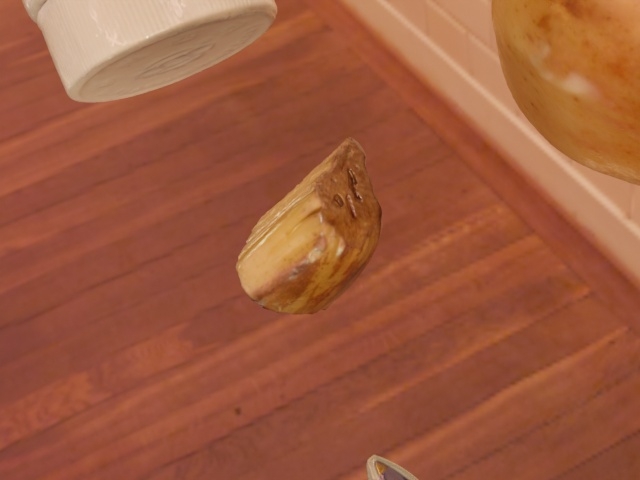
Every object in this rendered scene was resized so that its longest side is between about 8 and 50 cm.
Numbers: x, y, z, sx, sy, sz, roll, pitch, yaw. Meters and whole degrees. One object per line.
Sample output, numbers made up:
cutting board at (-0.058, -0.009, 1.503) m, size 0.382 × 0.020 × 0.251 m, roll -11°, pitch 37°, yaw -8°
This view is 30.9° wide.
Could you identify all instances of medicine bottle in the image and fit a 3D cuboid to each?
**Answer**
medicine bottle at (-0.182, -0.289, 0.938) m, size 0.190 × 0.190 × 0.332 m, roll -24°, pitch 85°, yaw -13°

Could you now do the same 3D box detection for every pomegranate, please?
pomegranate at (0.285, -0.212, 0.949) m, size 0.342 × 0.342 × 0.343 m, roll -6°, pitch 45°, yaw 6°

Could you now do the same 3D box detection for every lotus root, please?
lotus root at (0.000, -0.003, 0.988) m, size 0.095 × 0.135 × 0.159 m, roll 37°, pitch 39°, yaw -12°

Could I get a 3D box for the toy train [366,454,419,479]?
toy train at (0.118, 0.301, 1.100) m, size 0.055 × 0.252 × 0.048 m, roll -40°, pitch 22°, yaw -14°
